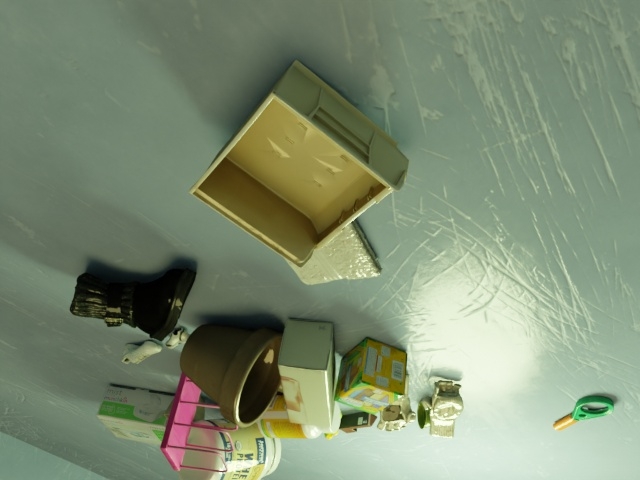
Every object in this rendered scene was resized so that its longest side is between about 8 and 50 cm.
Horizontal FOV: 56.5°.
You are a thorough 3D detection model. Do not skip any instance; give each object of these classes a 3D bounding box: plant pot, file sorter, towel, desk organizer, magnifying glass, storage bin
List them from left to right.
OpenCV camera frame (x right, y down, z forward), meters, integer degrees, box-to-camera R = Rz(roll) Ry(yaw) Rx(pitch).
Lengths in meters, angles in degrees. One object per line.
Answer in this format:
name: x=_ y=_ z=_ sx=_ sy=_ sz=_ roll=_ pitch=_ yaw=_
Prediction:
plant pot: x=-0.464 y=0.590 z=2.084 sx=0.109 sy=0.096 sz=0.109 roll=-1 pitch=141 yaw=18
file sorter: x=-0.346 y=0.541 z=1.832 sx=0.182 sy=0.291 sz=0.202 roll=6 pitch=142 yaw=4
plant pot: x=-0.245 y=0.335 z=1.597 sx=0.229 sy=0.263 sz=0.263 roll=18 pitch=146 yaw=21
storage bin: x=-0.032 y=-0.111 z=0.997 sx=0.260 sy=0.123 sz=0.262 roll=36 pitch=132 yaw=-17
towel: x=0.000 y=0.000 z=1.234 sx=0.187 sy=0.049 sz=0.282 roll=-8 pitch=139 yaw=25
desk organizer: x=0.124 y=0.608 z=1.983 sx=0.130 sy=0.047 sz=0.050 roll=-21 pitch=134 yaw=36
plant pot: x=0.343 y=0.530 z=1.805 sx=0.079 sy=0.083 sz=0.083 roll=3 pitch=144 yaw=-10
magnifying glass: x=0.735 y=0.492 z=1.683 sx=0.092 sy=0.026 sz=0.231 roll=17 pitch=141 yaw=-6

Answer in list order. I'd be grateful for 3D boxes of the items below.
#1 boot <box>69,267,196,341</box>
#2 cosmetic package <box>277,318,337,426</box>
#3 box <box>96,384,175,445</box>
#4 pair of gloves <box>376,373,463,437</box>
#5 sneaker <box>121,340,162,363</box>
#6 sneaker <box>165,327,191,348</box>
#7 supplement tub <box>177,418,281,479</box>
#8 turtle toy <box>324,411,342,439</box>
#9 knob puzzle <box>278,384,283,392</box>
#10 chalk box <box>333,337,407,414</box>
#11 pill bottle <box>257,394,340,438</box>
boot: x=-0.473 y=0.136 z=1.472 sx=0.260 sy=0.131 sz=0.348 roll=25 pitch=141 yaw=-16
cosmetic package: x=-0.029 y=0.360 z=1.598 sx=0.129 sy=0.153 sz=0.296 roll=4 pitch=135 yaw=8
box: x=-0.644 y=0.646 z=2.187 sx=0.261 sy=0.127 sz=0.231 roll=8 pitch=144 yaw=7
pair of gloves: x=0.287 y=0.480 z=1.710 sx=0.240 sy=0.042 sz=0.204 roll=9 pitch=116 yaw=4
sneaker: x=-0.548 y=0.348 z=1.826 sx=0.152 sy=0.061 sz=0.054 roll=-15 pitch=133 yaw=29
sneaker: x=-0.418 y=0.280 z=1.728 sx=0.109 sy=0.040 sz=0.044 roll=-28 pitch=111 yaw=36
supplement tub: x=-0.310 y=0.727 z=2.044 sx=0.228 sy=0.229 sz=0.316 roll=-20 pitch=158 yaw=35
turtle toy: x=0.027 y=0.599 z=1.981 sx=0.095 sy=0.066 sz=0.130 roll=40 pitch=138 yaw=3
knob puzzle: x=-0.136 y=0.405 z=1.808 sx=0.213 sy=0.030 sz=0.213 roll=8 pitch=143 yaw=6
chalk box: x=0.124 y=0.378 z=1.617 sx=0.132 sy=0.132 sz=0.213 roll=22 pitch=140 yaw=-14
pill bottle: x=-0.067 y=0.561 z=1.902 sx=0.245 sy=0.136 sz=0.136 roll=-7 pitch=139 yaw=24
